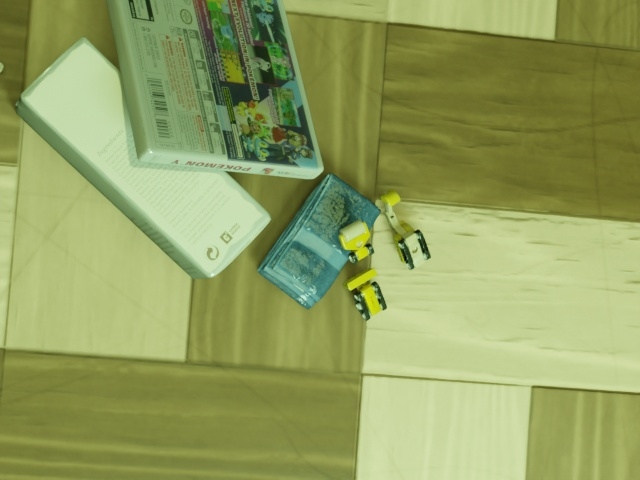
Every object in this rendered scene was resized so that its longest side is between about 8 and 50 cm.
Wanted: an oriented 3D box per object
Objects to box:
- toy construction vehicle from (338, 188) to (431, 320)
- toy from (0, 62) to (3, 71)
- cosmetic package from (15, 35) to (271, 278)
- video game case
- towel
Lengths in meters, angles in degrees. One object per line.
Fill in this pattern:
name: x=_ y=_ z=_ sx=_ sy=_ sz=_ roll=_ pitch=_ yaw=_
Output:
toy construction vehicle: x=0.053 y=0.012 z=1.747 sx=0.086 sy=0.035 sz=0.098 roll=-33 pitch=122 yaw=-14
toy: x=-0.404 y=-0.103 z=1.658 sx=0.137 sy=0.056 sz=0.237 roll=36 pitch=81 yaw=-6
cosmetic package: x=-0.160 y=-0.070 z=1.676 sx=0.231 sy=0.117 sz=0.085 roll=45 pitch=80 yaw=-8
video game case: x=-0.096 y=-0.152 z=1.665 sx=0.183 sy=0.023 sz=0.201 roll=5 pitch=60 yaw=-35
towel: x=0.000 y=0.000 z=1.748 sx=0.067 sy=0.029 sz=0.119 roll=37 pitch=81 yaw=-9
